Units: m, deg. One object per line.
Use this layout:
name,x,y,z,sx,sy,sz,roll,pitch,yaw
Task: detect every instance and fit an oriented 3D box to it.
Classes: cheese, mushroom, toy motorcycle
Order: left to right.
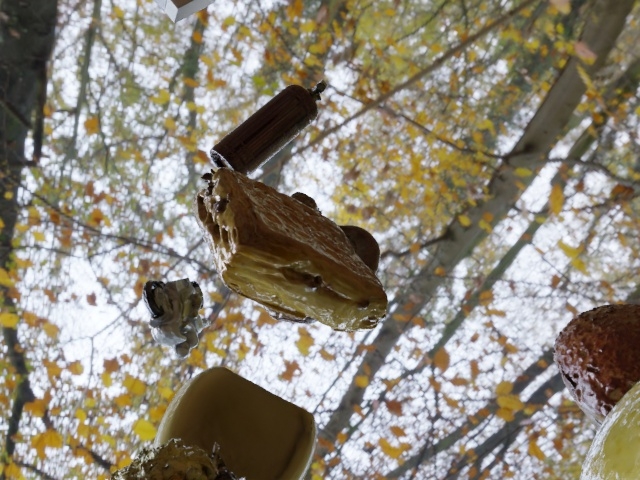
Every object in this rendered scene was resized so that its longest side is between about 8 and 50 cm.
toy motorcycle,-0.255,0.138,1.341,0.074,0.228,0.151,-16,-97,10
cheese,-0.162,0.372,1.228,0.259,0.128,0.316,25,-126,8
mushroom,0.000,0.000,1.151,0.148,0.217,0.227,21,-131,28

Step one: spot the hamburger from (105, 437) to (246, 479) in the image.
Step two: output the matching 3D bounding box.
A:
hamburger,-0.181,0.303,0.717,0.138,0.243,0.262,43,-95,-1

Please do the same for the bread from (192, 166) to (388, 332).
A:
bread,-0.044,0.018,0.906,0.235,0.099,0.210,28,-164,-35

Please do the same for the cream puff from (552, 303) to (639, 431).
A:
cream puff,0.435,0.184,0.993,0.240,0.164,0.240,34,-150,-23

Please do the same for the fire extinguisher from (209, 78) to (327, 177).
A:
fire extinguisher,-0.096,-0.268,1.679,0.344,0.138,0.102,-43,-79,-18

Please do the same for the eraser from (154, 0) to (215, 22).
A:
eraser,-0.151,-0.260,0.681,0.052,0.029,0.122,-38,-95,-25

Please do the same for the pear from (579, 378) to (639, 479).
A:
pear,0.318,0.217,0.423,0.348,0.348,0.348,13,-133,-14
